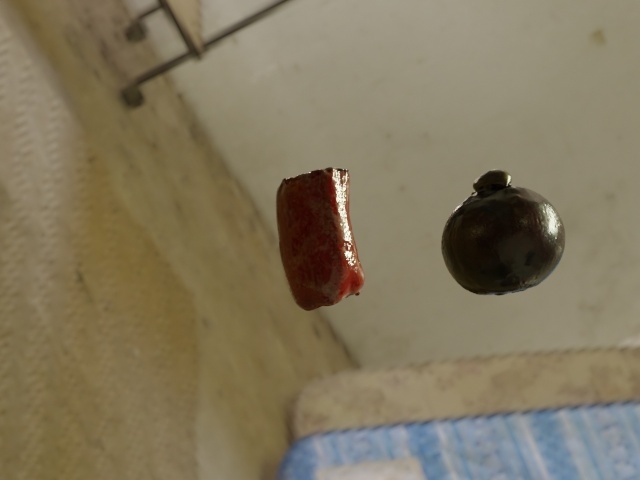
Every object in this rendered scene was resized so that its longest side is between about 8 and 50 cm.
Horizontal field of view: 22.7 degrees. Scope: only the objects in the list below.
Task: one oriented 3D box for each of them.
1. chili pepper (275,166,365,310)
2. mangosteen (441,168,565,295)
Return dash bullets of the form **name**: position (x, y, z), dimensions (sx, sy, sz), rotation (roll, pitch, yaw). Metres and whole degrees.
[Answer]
- **chili pepper**: position (0.000, 0.000, 1.411), dimensions (0.070, 0.073, 0.123), rotation (129, -48, -72)
- **mangosteen**: position (0.211, -0.009, 1.867), dimensions (0.152, 0.152, 0.152), rotation (61, 11, -21)
